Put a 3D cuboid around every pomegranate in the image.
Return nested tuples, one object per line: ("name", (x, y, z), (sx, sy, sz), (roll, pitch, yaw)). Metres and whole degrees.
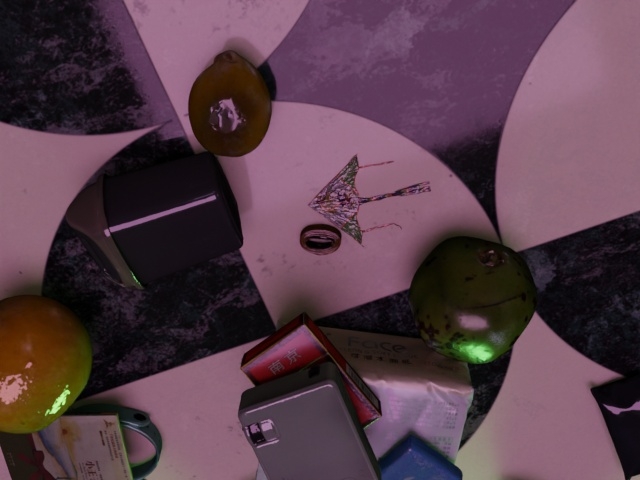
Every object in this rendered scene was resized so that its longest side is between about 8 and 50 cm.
("pomegranate", (0.286, 0.123, 1.639), (0.254, 0.254, 0.270), (19, 129, -7))

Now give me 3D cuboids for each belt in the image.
("belt", (0.000, 0.000, 1.695), (0.083, 0.036, 0.059), (3, 114, 1))

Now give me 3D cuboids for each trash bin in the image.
("trash bin", (-0.306, -0.036, 1.596), (0.290, 0.182, 0.209), (-17, 137, 2))

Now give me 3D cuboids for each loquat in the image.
("loquat", (-0.163, -0.245, 1.536), (0.152, 0.152, 0.195), (4, 122, -1))
("loquat", (-0.588, 0.231, 1.675), (0.275, 0.275, 0.275), (0, 113, 1))

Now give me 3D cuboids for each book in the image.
("book", (-0.553, 0.454, 1.831), (0.289, 0.026, 0.201), (-3, 113, 10))

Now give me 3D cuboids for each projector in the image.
("projector", (-0.018, 0.363, 1.531), (0.192, 0.099, 0.257), (-21, 108, 7))

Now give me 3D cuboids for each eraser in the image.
("eraser", (0.126, 0.523, 1.691), (0.144, 0.042, 0.312), (38, 113, -17))

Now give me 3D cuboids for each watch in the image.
("watch", (-0.473, 0.455, 1.882), (0.237, 0.068, 0.195), (21, 111, -9))

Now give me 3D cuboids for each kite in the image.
("kite", (0.097, -0.078, 1.676), (0.244, 0.006, 0.198), (-7, 113, 4))

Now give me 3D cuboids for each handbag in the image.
("handbag", (0.721, 0.388, 1.824), (0.211, 0.089, 0.254), (-22, 107, 12))

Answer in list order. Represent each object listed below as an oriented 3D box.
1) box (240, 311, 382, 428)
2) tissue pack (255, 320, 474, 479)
("box", (-0.016, 0.270, 1.585), (0.153, 0.074, 0.240), (-35, 104, 16))
("tissue pack", (0.081, 0.365, 1.759), (0.405, 0.205, 0.332), (7, 113, -2))
